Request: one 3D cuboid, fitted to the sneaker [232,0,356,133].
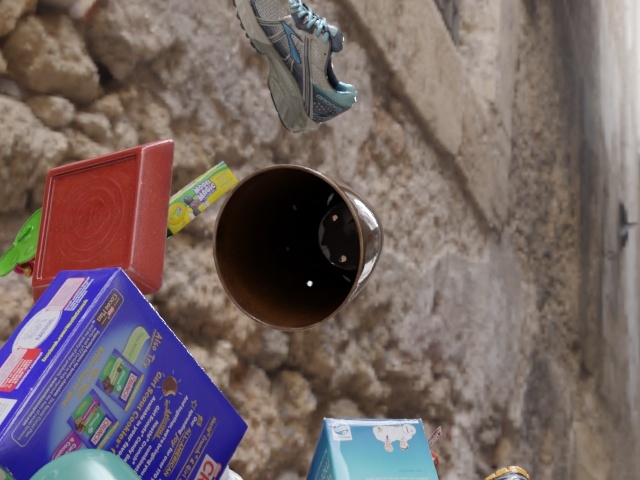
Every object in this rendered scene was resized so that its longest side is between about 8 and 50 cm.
[{"bbox_3d":[-0.031,-0.299,1.381,0.122,0.110,0.283,-15,-63,20],"label":"sneaker"}]

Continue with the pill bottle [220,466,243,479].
[{"bbox_3d":[-0.267,0.349,1.473,0.181,0.182,0.323,-13,-41,41],"label":"pill bottle"}]

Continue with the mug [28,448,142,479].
[{"bbox_3d":[-0.234,0.259,0.917,0.097,0.129,0.158,37,-10,38],"label":"mug"}]

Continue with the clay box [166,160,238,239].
[{"bbox_3d":[-0.253,-0.047,1.673,0.127,0.222,0.053,-28,-79,43],"label":"clay box"}]

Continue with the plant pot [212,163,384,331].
[{"bbox_3d":[0.000,0.000,1.345,0.215,0.215,0.230,-4,3,24],"label":"plant pot"}]

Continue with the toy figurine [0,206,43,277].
[{"bbox_3d":[-0.506,0.042,1.868,0.173,0.130,0.159,-45,-54,6],"label":"toy figurine"}]

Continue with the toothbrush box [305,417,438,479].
[{"bbox_3d":[0.063,0.377,1.065,0.126,0.296,0.216,2,-49,-14],"label":"toothbrush box"}]

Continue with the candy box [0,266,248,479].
[{"bbox_3d":[-0.258,0.235,1.160,0.122,0.268,0.317,-3,-47,36],"label":"candy box"}]

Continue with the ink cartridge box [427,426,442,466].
[{"bbox_3d":[0.160,0.344,1.488,0.029,0.115,0.063,37,-12,21],"label":"ink cartridge box"}]

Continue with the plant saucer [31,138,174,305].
[{"bbox_3d":[-0.354,-0.029,1.525,0.258,0.259,0.047,-10,-23,28],"label":"plant saucer"}]

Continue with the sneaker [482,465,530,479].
[{"bbox_3d":[0.282,0.480,1.725,0.215,0.084,0.083,-33,15,4],"label":"sneaker"}]
